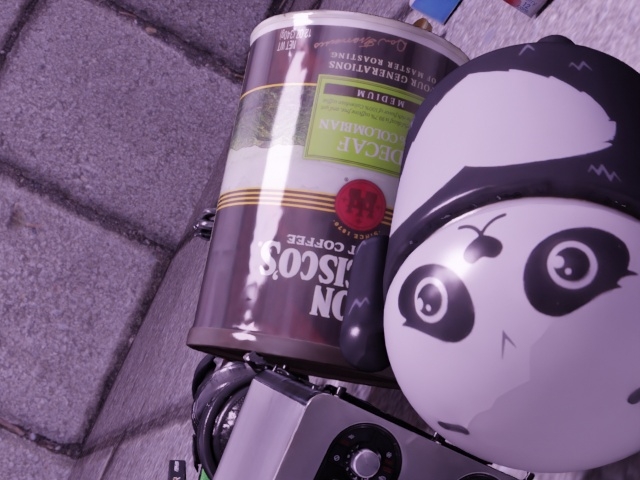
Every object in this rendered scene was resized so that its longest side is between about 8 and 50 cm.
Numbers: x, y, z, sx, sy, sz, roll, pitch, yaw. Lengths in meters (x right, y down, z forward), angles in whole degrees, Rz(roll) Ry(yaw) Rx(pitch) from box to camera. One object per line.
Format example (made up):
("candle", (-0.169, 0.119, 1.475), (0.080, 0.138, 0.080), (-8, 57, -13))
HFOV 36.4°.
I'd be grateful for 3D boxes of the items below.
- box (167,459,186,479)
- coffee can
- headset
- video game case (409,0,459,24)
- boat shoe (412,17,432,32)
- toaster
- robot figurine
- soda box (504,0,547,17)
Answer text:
("box", (-0.155, 0.286, 1.047), (0.083, 0.018, 0.067), (97, 174, -48))
("coffee can", (0.012, -0.026, 0.826), (0.201, 0.202, 0.275), (159, 123, -70))
("headset", (-0.090, 0.172, 0.986), (0.243, 0.185, 0.394), (-139, 65, -76))
("video game case", (0.224, -0.467, 1.347), (0.269, 0.061, 0.244), (-52, 18, 36))
("boat shoe", (0.119, -0.230, 1.302), (0.135, 0.045, 0.050), (-64, 23, 2))
("toaster", (0.023, 0.159, 0.623), (0.110, 0.168, 0.186), (-65, 14, -8))
("robot figurine", (0.124, -0.005, 0.555), (0.278, 0.174, 0.209), (-77, 7, -48))
("soda box", (0.232, -0.366, 1.048), (0.083, 0.092, 0.263), (-46, 21, 51))
